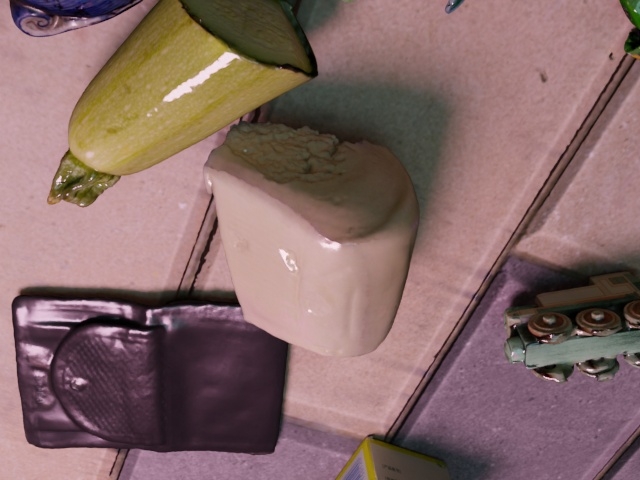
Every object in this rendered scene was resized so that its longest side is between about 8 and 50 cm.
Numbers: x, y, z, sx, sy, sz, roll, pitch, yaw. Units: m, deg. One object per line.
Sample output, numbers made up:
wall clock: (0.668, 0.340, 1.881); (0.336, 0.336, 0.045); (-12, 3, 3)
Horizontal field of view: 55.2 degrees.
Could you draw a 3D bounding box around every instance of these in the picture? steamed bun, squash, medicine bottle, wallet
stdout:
steamed bun: (0.000, 0.000, 0.618); (0.199, 0.170, 0.226); (24, 137, 18)
squash: (-0.157, -0.136, 0.552); (0.287, 0.137, 0.137); (-25, 118, 20)
medicine bottle: (0.071, 0.416, 0.846); (0.137, 0.141, 0.250); (22, 115, -19)
wallet: (-0.205, 0.171, 0.751); (0.322, 0.041, 0.247); (3, 120, -8)

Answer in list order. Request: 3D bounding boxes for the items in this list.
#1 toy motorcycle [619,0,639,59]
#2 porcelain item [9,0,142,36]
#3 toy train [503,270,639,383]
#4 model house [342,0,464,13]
toy motorcycle: (0.316, -0.229, 0.554); (0.106, 0.074, 0.190); (-29, 117, 21)
porcelain item: (-0.236, -0.279, 0.416); (0.186, 0.138, 0.288); (-26, 130, -2)
toy train: (0.299, 0.096, 0.694); (0.193, 0.125, 0.081); (-9, 112, 5)
model house: (0.039, -0.360, 0.436); (0.323, 0.340, 0.300); (-39, 74, -9)
